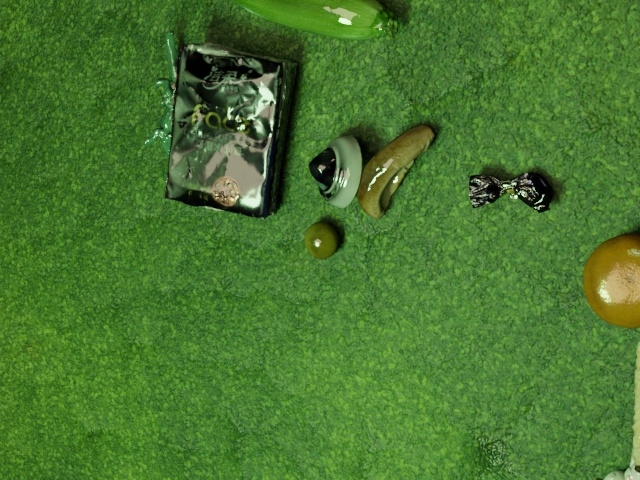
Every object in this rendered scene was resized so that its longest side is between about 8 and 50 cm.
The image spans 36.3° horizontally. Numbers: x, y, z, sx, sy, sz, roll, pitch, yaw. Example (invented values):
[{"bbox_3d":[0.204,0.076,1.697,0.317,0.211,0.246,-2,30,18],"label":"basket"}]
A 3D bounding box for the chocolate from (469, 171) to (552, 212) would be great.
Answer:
[{"bbox_3d":[0.339,-0.087,1.736,0.147,0.070,0.072,5,90,19],"label":"chocolate"}]

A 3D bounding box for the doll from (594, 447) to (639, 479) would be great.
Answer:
[{"bbox_3d":[0.549,0.409,1.668,0.207,0.081,0.129,-34,61,31],"label":"doll"}]

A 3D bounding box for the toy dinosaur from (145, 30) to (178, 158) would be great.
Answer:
[{"bbox_3d":[-0.318,-0.287,2.071,0.120,0.079,0.292,-9,95,25],"label":"toy dinosaur"}]

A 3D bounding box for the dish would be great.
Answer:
[{"bbox_3d":[0.014,-0.134,1.859,0.141,0.078,0.141,-175,90,-65],"label":"dish"}]

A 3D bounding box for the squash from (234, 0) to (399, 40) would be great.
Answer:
[{"bbox_3d":[-0.031,-0.454,1.863,0.395,0.107,0.107,22,108,25],"label":"squash"}]

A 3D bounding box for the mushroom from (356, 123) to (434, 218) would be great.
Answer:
[{"bbox_3d":[0.128,-0.133,1.829,0.072,0.094,0.210,40,119,16],"label":"mushroom"}]

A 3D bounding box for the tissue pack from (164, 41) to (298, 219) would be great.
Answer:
[{"bbox_3d":[-0.187,-0.222,1.963,0.245,0.123,0.333,12,104,15],"label":"tissue pack"}]

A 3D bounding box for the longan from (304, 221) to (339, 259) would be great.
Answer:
[{"bbox_3d":[0.000,0.000,1.939,0.083,0.075,0.075,-177,78,-71],"label":"longan"}]

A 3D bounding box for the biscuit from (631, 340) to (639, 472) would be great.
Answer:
[{"bbox_3d":[0.549,0.275,1.623,0.061,0.055,0.219,144,133,-69],"label":"biscuit"}]

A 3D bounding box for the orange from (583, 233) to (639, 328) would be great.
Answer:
[{"bbox_3d":[0.513,0.067,1.615,0.156,0.124,0.156,-1,86,16],"label":"orange"}]
